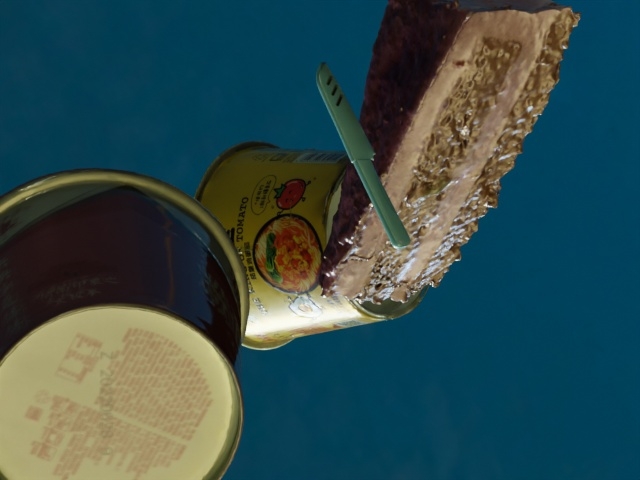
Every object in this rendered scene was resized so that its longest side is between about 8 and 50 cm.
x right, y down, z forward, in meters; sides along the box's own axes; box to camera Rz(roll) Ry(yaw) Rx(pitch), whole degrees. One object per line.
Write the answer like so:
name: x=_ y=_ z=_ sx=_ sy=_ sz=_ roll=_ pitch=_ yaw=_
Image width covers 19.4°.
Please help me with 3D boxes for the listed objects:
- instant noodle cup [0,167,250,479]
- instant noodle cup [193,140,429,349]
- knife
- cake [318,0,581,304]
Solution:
instant noodle cup: x=-0.153 y=0.088 z=1.323 sx=0.235 sy=0.178 sz=0.235 roll=-4 pitch=-65 yaw=-10
instant noodle cup: x=0.000 y=0.000 z=1.582 sx=0.182 sy=0.144 sz=0.182 roll=5 pitch=-97 yaw=-48
knife: x=0.018 y=-0.038 z=0.824 sx=0.014 sy=0.091 sz=0.005 roll=-19 pitch=-10 yaw=-41
cake: x=0.079 y=-0.076 z=1.394 sx=0.116 sy=0.113 sz=0.295 roll=0 pitch=-53 yaw=-30
